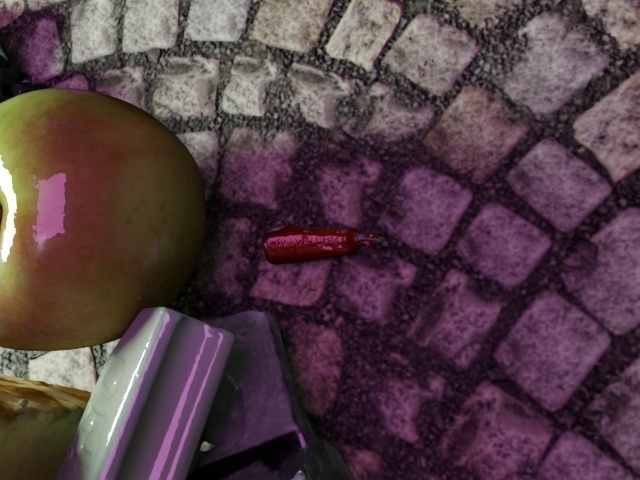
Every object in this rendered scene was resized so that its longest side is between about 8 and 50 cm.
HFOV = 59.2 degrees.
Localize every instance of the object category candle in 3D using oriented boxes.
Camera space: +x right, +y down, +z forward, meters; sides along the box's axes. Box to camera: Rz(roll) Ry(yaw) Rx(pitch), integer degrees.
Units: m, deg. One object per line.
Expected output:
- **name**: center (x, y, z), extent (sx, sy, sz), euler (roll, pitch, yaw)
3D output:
- **candle**: center (0.000, 0.000, 0.739), extent (0.162, 0.048, 0.053), euler (-4, 59, 15)

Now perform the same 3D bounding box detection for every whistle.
- **whistle**: center (-0.072, 0.267, 0.623), extent (0.168, 0.188, 0.404), euler (-27, 71, 9)

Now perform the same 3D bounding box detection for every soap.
- **soap**: center (-0.205, 0.222, 0.601), extent (0.173, 0.095, 0.289), euler (-14, 54, 57)

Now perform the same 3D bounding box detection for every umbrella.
- **umbrella**: center (-0.588, -0.316, 0.947), extent (0.143, 0.094, 0.349), euler (-42, 73, 22)

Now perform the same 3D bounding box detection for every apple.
- **apple**: center (-0.296, -0.025, 0.705), extent (0.319, 0.277, 0.319), euler (-1, 87, 27)

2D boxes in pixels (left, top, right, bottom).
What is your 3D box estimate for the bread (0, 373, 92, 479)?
- **bread**: center (-0.499, 0.285, 0.647), extent (0.390, 0.371, 0.279), euler (8, 75, 14)
